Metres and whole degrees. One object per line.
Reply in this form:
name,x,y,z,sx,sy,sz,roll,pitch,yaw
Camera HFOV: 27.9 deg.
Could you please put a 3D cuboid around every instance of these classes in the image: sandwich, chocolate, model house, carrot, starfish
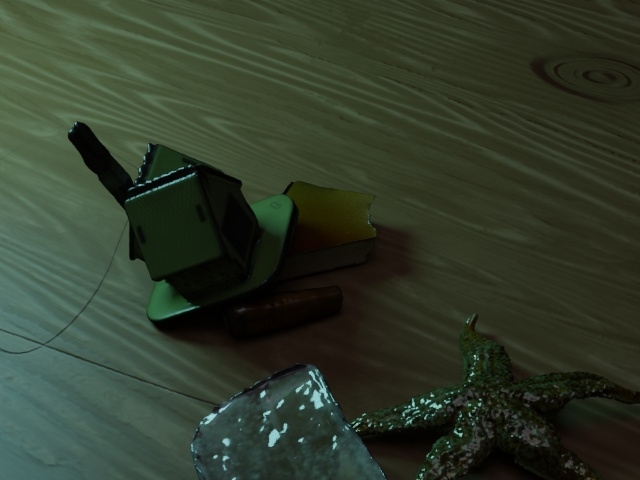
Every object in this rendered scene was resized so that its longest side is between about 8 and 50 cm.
sandwich,0.000,0.000,1.805,0.162,0.058,0.193,11,42,18
chocolate,-0.025,0.283,1.423,0.185,0.100,0.303,-24,39,-7
model house,-0.192,-0.063,1.686,0.218,0.278,0.205,-19,35,23
carrot,-0.050,0.091,1.706,0.161,0.055,0.055,-8,38,-15
starfish,0.201,0.221,1.503,0.347,0.078,0.358,22,46,25
